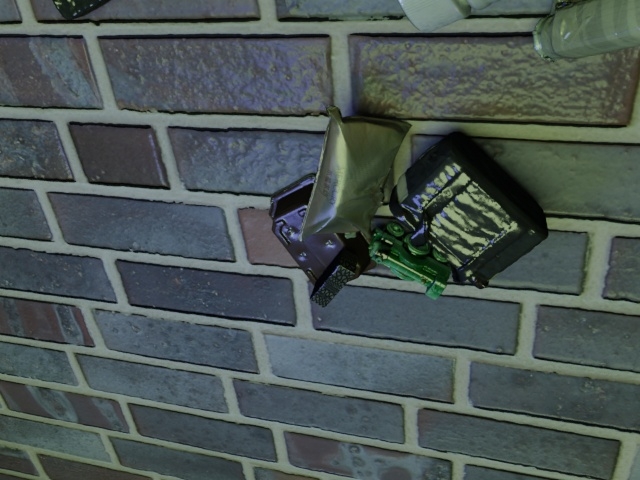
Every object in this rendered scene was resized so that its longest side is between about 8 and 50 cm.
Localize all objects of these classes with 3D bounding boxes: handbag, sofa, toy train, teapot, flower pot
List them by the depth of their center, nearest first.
[{"bbox_3d":[0.397,-0.319,0.888,0.200,0.077,0.107,10,100,61],"label":"teapot"},{"bbox_3d":[0.255,-0.052,1.115,0.254,0.181,0.181,40,120,-9],"label":"handbag"},{"bbox_3d":[0.061,-0.114,1.156,0.183,0.117,0.270,0,121,-25],"label":"handbag"},{"bbox_3d":[0.027,0.075,1.248,0.039,0.060,0.118,30,127,-11],"label":"sofa"},{"bbox_3d":[0.176,0.037,1.249,0.178,0.104,0.071,28,132,0],"label":"toy train"},{"bbox_3d":[0.000,0.000,1.296,0.179,0.084,0.251,-24,113,31],"label":"flower pot"}]

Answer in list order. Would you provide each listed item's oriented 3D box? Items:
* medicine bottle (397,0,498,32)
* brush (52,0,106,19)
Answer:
[{"bbox_3d":[0.251,-0.434,0.838,0.332,0.190,0.190,-21,115,29],"label":"medicine bottle"},{"bbox_3d":[-0.410,-0.483,1.115,0.197,0.059,0.123,-16,115,28],"label":"brush"}]
